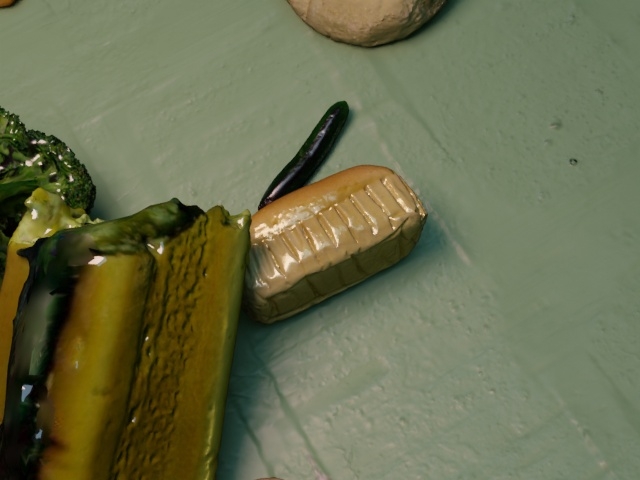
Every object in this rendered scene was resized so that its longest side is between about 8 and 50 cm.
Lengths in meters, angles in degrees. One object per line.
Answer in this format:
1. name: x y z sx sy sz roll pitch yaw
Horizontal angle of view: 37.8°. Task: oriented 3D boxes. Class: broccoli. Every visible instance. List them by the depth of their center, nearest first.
1. broccoli: -0.403 -0.016 1.010 0.297 0.297 0.297 0 82 -1

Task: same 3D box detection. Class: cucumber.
1. cucumber: -0.018 -0.101 1.167 0.036 0.033 0.184 37 75 -6

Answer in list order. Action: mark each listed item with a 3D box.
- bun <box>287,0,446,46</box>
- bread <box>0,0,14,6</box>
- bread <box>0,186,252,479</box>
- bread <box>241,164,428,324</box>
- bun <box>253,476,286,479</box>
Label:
1. bun: 0.066 -0.389 1.214 0.259 0.152 0.259 -1 66 3
2. bread: -0.443 -0.439 1.297 0.092 0.074 0.239 4 69 9
3. bread: -0.215 0.138 0.936 0.208 0.251 0.376 8 91 44
4. bread: 0.000 0.000 1.069 0.236 0.140 0.106 -25 67 -9
5. bun: -0.042 0.334 0.953 0.166 0.113 0.173 5 76 48
